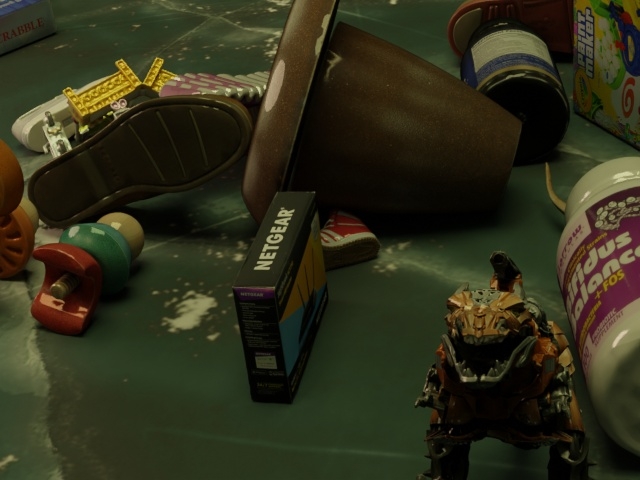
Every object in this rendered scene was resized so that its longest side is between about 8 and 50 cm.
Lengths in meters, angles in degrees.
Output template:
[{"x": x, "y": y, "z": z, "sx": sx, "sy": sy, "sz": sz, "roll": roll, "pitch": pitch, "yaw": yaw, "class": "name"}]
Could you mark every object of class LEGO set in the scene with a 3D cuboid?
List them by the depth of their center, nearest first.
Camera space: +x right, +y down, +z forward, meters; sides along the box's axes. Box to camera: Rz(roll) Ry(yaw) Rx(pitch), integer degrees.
[{"x": -0.228, "y": -0.160, "z": 1.741, "sx": 0.287, "sy": 0.107, "sz": 0.132, "roll": -11, "pitch": 66, "yaw": -15, "class": "LEGO set"}]

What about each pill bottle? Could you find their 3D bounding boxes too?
[{"x": 0.306, "y": 0.047, "z": 1.195, "sx": 0.169, "sy": 0.169, "sz": 0.301, "roll": -5, "pitch": 31, "yaw": 3, "class": "pill bottle"}, {"x": 0.240, "y": -0.199, "z": 1.655, "sx": 0.122, "sy": 0.123, "sz": 0.219, "roll": -4, "pitch": 31, "yaw": 4, "class": "pill bottle"}]

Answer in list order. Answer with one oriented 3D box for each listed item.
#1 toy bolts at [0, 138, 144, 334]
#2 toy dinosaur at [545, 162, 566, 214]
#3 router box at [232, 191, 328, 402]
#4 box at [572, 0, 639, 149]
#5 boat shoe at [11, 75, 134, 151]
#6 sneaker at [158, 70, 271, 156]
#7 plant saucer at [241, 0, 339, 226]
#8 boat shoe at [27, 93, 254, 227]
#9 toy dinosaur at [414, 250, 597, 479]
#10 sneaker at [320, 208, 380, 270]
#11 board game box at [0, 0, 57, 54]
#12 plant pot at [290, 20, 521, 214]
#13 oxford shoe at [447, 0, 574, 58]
[{"x": -0.302, "y": -0.026, "z": 1.427, "sx": 0.228, "sy": 0.218, "sz": 0.158, "roll": 23, "pitch": 33, "yaw": 12, "class": "toy bolts"}, {"x": 0.300, "y": -0.011, "z": 1.414, "sx": 0.211, "sy": 0.064, "sz": 0.112, "roll": 27, "pitch": 26, "yaw": 30, "class": "toy dinosaur"}, {"x": -0.036, "y": 0.052, "z": 1.287, "sx": 0.046, "sy": 0.133, "sz": 0.179, "roll": 1, "pitch": 33, "yaw": 13, "class": "router box"}, {"x": 0.448, "y": -0.257, "z": 1.549, "sx": 0.177, "sy": 0.290, "sz": 0.279, "roll": -19, "pitch": 34, "yaw": -20, "class": "box"}, {"x": -0.338, "y": -0.178, "z": 1.798, "sx": 0.184, "sy": 0.066, "sz": 0.063, "roll": -38, "pitch": 43, "yaw": -26, "class": "boat shoe"}, {"x": -0.102, "y": -0.152, "z": 1.628, "sx": 0.095, "sy": 0.104, "sz": 0.236, "roll": 24, "pitch": 21, "yaw": 37, "class": "sneaker"}, {"x": -0.034, "y": -0.159, "z": 1.462, "sx": 0.050, "sy": 0.311, "sz": 0.310, "roll": 17, "pitch": 33, "yaw": -1, "class": "plant saucer"}, {"x": -0.200, "y": -0.105, "z": 1.529, "sx": 0.307, "sy": 0.111, "sz": 0.104, "roll": -15, "pitch": 9, "yaw": 27, "class": "boat shoe"}, {"x": 0.154, "y": 0.126, "z": 1.020, "sx": 0.164, "sy": 0.218, "sz": 0.322, "roll": -6, "pitch": -14, "yaw": 34, "class": "toy dinosaur"}, {"x": 0.000, "y": 0.000, "z": 1.452, "sx": 0.118, "sy": 0.042, "sz": 0.067, "roll": -8, "pitch": 34, "yaw": -16, "class": "sneaker"}, {"x": -0.648, "y": -0.345, "z": 2.116, "sx": 0.318, "sy": 0.066, "sz": 0.318, "roll": 23, "pitch": 42, "yaw": 40, "class": "board game box"}, {"x": 0.103, "y": -0.114, "z": 1.492, "sx": 0.230, "sy": 0.215, "sz": 0.215, "roll": 16, "pitch": 34, "yaw": 3, "class": "plant pot"}, {"x": 0.356, "y": -0.326, "z": 1.846, "sx": 0.348, "sy": 0.123, "sz": 0.130, "roll": 0, "pitch": 27, "yaw": 9, "class": "oxford shoe"}]
